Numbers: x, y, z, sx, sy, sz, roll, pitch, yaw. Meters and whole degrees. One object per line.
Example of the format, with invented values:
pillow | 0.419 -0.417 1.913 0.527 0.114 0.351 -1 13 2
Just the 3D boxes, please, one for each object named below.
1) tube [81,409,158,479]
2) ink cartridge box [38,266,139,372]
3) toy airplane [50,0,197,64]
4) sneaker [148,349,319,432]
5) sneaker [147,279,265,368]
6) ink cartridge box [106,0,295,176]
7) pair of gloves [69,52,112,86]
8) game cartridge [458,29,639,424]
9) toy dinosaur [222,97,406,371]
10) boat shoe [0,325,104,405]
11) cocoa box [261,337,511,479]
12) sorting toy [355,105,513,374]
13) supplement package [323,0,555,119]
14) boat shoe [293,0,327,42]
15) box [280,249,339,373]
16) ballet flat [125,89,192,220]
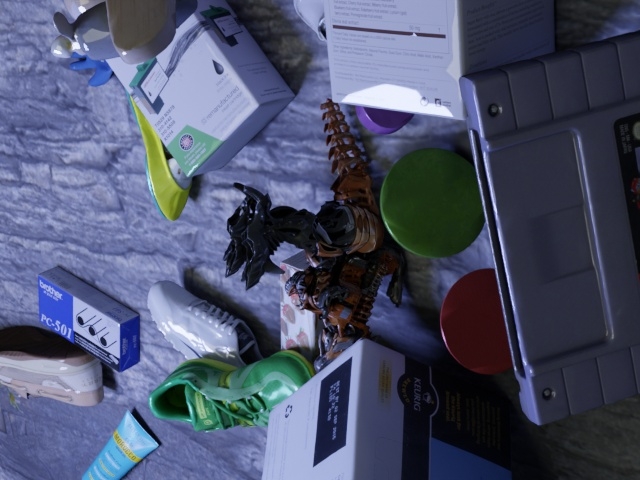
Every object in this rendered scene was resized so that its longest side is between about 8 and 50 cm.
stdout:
tube | -0.349 0.374 2.087 0.080 0.052 0.207 45 129 5
ink cartridge box | -0.386 0.129 1.996 0.207 0.046 0.097 26 125 33
toy airplane | -0.239 -0.371 1.409 0.384 0.386 0.272 28 140 18
sneaker | -0.114 0.219 1.626 0.295 0.123 0.109 -9 104 41
sneaker | -0.155 0.135 1.764 0.235 0.090 0.095 45 125 10
ink cartridge box | -0.164 -0.219 1.557 0.160 0.092 0.219 -42 80 32
pair of gloves | -0.325 -0.318 1.734 0.159 0.023 0.198 11 116 42
game cartridge | 0.279 -0.014 1.175 0.068 0.230 0.355 -122 18 -74
toy dinosaur | 0.000 0.000 1.488 0.164 0.218 0.322 129 140 -67
boat shoe | -0.513 0.228 2.110 0.341 0.121 0.110 4 112 41
cocoa box | 0.072 0.339 1.408 0.228 0.347 0.231 24 139 -22
sorting toy | 0.129 -0.014 1.421 0.365 0.127 0.126 65 167 1
supplement package | 0.116 -0.292 1.212 0.175 0.177 0.293 14 118 39
boat shoe | 0.030 -0.247 1.400 0.184 0.063 0.066 37 131 24
box | -0.012 0.168 1.647 0.063 0.067 0.324 21 123 36
ballet flat | -0.212 -0.140 1.684 0.077 0.077 0.231 -8 103 22
